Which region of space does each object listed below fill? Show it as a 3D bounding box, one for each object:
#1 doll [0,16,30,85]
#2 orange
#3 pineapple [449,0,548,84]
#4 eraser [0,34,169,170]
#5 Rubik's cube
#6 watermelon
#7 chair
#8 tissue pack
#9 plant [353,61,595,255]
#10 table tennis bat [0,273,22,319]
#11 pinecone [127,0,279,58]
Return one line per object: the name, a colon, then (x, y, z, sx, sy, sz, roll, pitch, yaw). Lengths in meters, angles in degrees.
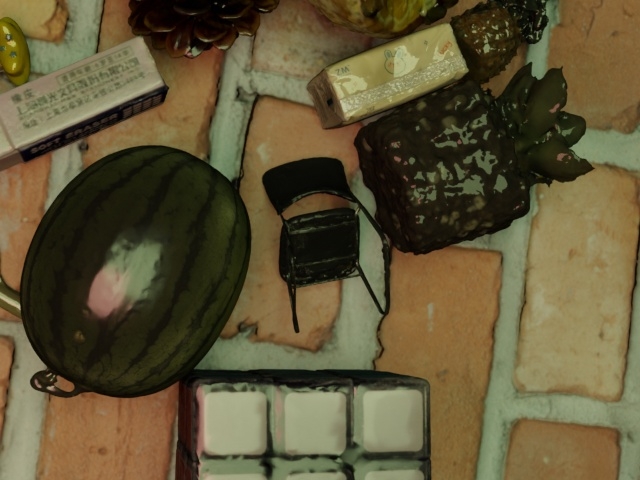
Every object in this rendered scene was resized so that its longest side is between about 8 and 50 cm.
doll: (-0.459, -0.260, 1.638, 0.113, 0.071, 0.135, -37, 87, 7)
orange: (0.075, -0.434, 1.645, 0.368, 0.210, 0.271, -38, 131, -42)
pineapple: (0.281, -0.338, 1.763, 0.237, 0.111, 0.119, -42, 125, -19)
eraser: (-0.354, -0.174, 1.612, 0.287, 0.130, 0.086, -25, 89, -11)
Rubik's cube: (-0.032, 0.321, 1.552, 0.301, 0.305, 0.304, 1, 87, -12)
watermelon: (-0.244, 0.049, 1.539, 0.279, 0.279, 0.359, 27, 76, -8)
chair: (0.000, 0.000, 1.684, 0.140, 0.221, 0.145, -10, 130, -12)
tissue pack: (0.093, -0.232, 1.692, 0.196, 0.148, 0.092, -21, 94, -12)
plant: (0.223, -0.118, 1.679, 0.312, 0.213, 0.215, -23, 86, -14)
table tennis bat: (-0.483, 0.051, 1.627, 0.246, 0.022, 0.138, 30, 82, -5)
pinecone: (-0.167, -0.396, 1.591, 0.246, 0.292, 0.246, 3, 53, -4)
